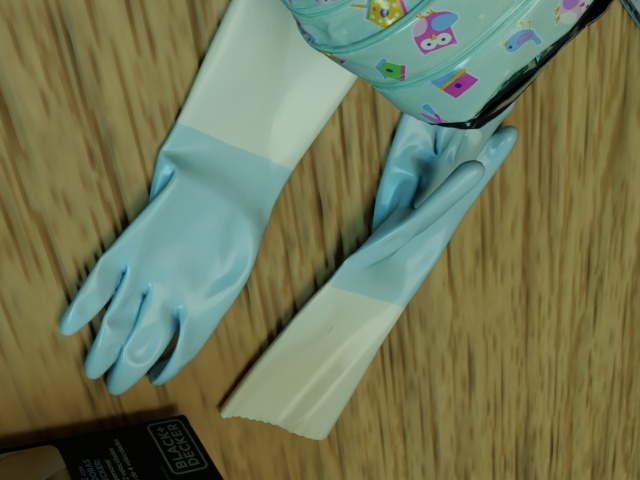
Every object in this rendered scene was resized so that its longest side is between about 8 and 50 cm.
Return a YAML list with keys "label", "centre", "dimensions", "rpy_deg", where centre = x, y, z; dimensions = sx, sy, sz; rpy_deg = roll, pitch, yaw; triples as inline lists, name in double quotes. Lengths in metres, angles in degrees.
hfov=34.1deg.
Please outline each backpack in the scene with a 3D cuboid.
- label: "backpack"
  centre: [0.064, -0.138, 0.402]
  dimensions: [0.115, 0.152, 0.182]
  rpy_deg: [35, 99, -27]

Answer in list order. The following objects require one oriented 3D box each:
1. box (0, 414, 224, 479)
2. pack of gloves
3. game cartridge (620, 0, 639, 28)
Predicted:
- label: "box"
  centre: [-0.188, 0.191, 0.468]
  dimensions: [0.289, 0.087, 0.169]
  rpy_deg: [-4, 124, -32]
- label: "pack of gloves"
  centre: [0.000, 0.000, 0.503]
  dimensions: [0.195, 0.046, 0.232]
  rpy_deg: [19, 107, -42]
- label: "game cartridge"
  centre: [0.191, -0.137, 0.562]
  dimensions: [0.056, 0.017, 0.083]
  rpy_deg: [-48, 134, 7]
